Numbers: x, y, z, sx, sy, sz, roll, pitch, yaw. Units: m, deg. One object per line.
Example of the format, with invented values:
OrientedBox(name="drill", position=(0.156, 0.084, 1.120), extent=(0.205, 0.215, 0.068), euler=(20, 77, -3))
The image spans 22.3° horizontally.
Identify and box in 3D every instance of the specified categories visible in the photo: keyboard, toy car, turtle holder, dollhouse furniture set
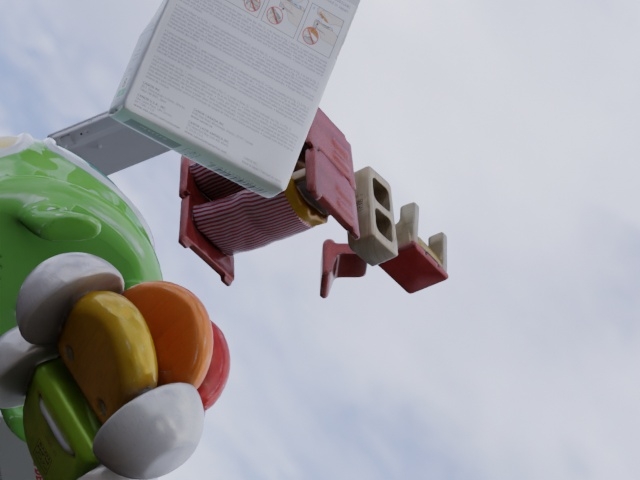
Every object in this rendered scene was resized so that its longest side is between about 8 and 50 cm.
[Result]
OrientedBox(name="keyboard", position=(-0.166, -0.129, 1.748), extent=(0.014, 0.256, 0.072), euler=(-95, 160, -51))
OrientedBox(name="toy car", position=(-0.130, 0.098, 1.087), extent=(0.159, 0.136, 0.182), euler=(54, -46, 23))
OrientedBox(name="turtle holder", position=(-0.300, 0.009, 1.486), extent=(0.320, 0.243, 0.227), euler=(22, 24, -27))
OrientedBox(name="dollhouse furniture set", position=(0.000, 0.000, 2.124), extent=(0.374, 0.201, 0.152), euler=(43, 34, -45))

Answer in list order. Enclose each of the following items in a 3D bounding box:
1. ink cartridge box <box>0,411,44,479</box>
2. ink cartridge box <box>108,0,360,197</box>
OrientedBox(name="ink cartridge box", position=(-0.369, 0.204, 1.727), extent=(0.208, 0.087, 0.153), euler=(3, -46, 1))
OrientedBox(name="ink cartridge box", position=(-0.078, -0.179, 1.544), extent=(0.181, 0.225, 0.056), euler=(27, -17, -23))
